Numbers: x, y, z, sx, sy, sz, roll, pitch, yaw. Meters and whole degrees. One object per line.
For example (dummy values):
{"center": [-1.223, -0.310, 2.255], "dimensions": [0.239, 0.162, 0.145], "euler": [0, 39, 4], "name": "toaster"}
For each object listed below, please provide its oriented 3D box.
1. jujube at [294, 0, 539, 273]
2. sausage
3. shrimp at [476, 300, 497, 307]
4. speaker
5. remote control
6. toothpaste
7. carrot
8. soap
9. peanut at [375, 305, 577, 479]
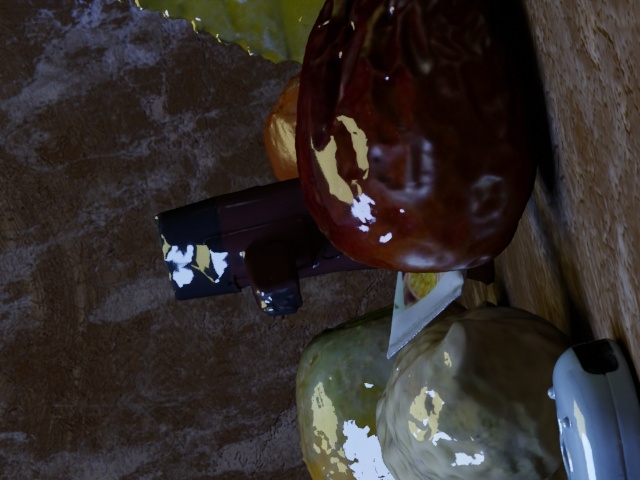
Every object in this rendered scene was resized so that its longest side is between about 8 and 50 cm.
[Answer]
{"center": [0.062, -0.097, 1.059], "dimensions": [0.168, 0.168, 0.237], "euler": [60, -148, -87], "name": "jujube"}
{"center": [0.048, -0.090, 1.892], "dimensions": [0.141, 0.153, 0.268], "euler": [18, 162, 47], "name": "sausage"}
{"center": [0.175, 0.088, 1.682], "dimensions": [0.108, 0.023, 0.059], "euler": [54, -167, -88], "name": "shrimp"}
{"center": [0.014, 0.012, 1.667], "dimensions": [0.259, 0.329, 0.198], "euler": [-111, 5, -45], "name": "speaker"}
{"center": [0.168, 0.171, 0.944], "dimensions": [0.087, 0.047, 0.244], "euler": [-90, -12, -72], "name": "remote control"}
{"center": [0.090, -0.035, 1.233], "dimensions": [0.314, 0.056, 0.058], "euler": [-77, -17, -53], "name": "toothpaste"}
{"center": [0.106, 0.230, 1.607], "dimensions": [0.224, 0.224, 0.341], "euler": [-80, -28, -87], "name": "carrot"}
{"center": [-0.061, -0.234, 1.737], "dimensions": [0.169, 0.338, 0.304], "euler": [-99, -2, -51], "name": "soap"}
{"center": [0.118, 0.130, 1.144], "dimensions": [0.159, 0.143, 0.291], "euler": [47, 170, 8], "name": "peanut"}
